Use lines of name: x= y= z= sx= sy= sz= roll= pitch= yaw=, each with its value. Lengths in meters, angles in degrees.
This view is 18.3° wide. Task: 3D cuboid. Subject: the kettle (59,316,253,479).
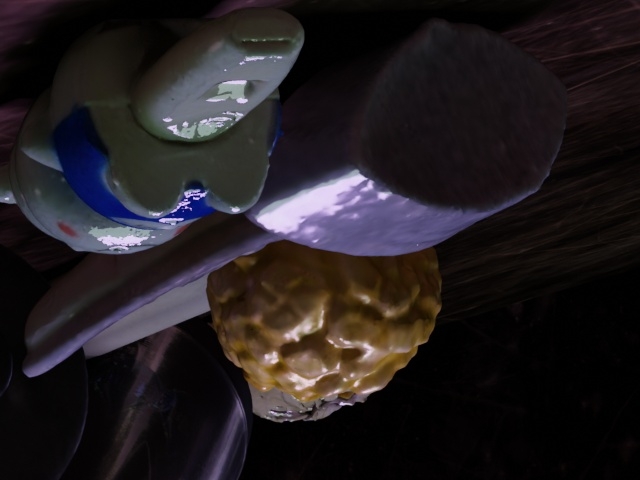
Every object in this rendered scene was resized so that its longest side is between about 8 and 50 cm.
kettle: x=-0.227 y=0.190 z=1.575 sx=0.228 sy=0.321 sz=0.324 roll=-57 pitch=-173 yaw=27

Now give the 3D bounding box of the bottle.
bottle: x=-0.135 y=0.036 z=1.493 sx=0.201 sy=0.072 sz=0.072 roll=-23 pitch=172 yaw=38

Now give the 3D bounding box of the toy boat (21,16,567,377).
toy boat: x=0.000 y=-0.033 z=1.102 sx=0.276 sy=0.111 sz=0.293 roll=-23 pitch=-179 yaw=-41

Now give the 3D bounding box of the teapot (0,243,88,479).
teapot: x=-0.267 y=0.106 z=1.256 sx=0.270 sy=0.200 sz=0.337 roll=-29 pitch=180 yaw=-38

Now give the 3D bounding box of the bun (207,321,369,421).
bun: x=-0.011 y=0.130 z=2.290 sx=0.259 sy=0.152 sz=0.259 roll=-18 pitch=176 yaw=-1

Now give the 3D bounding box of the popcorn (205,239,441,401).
popcorn: x=0.001 y=0.023 z=1.321 sx=0.170 sy=0.180 sz=0.180 roll=26 pitch=-154 yaw=38

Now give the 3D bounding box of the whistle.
whistle: x=-0.074 y=-0.047 z=0.870 sx=0.110 sy=0.092 sz=0.244 roll=-2 pitch=168 yaw=-29
